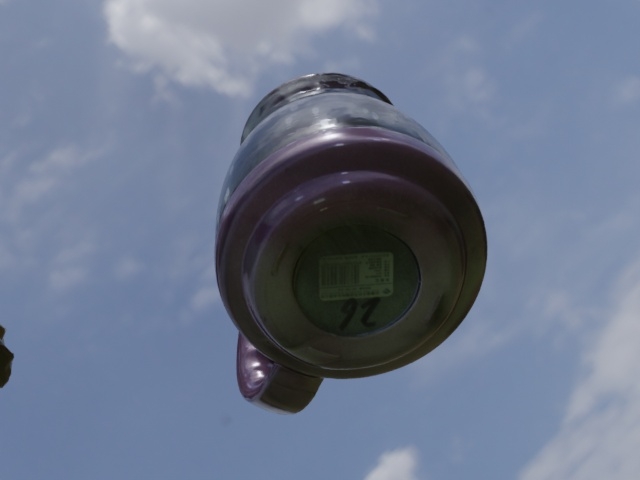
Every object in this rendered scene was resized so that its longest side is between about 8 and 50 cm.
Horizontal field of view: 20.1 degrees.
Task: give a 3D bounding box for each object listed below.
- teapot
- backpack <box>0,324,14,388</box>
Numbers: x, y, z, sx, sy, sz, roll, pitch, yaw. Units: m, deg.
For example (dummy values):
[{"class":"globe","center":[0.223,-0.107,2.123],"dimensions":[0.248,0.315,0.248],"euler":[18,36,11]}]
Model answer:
[{"class":"teapot","center":[0.010,-0.003,0.814],"dimensions":[0.116,0.146,0.148],"euler":[-9,-61,-2]},{"class":"backpack","center":[-0.413,0.055,1.238],"dimensions":[0.354,0.201,0.378],"euler":[10,-62,-36]}]
